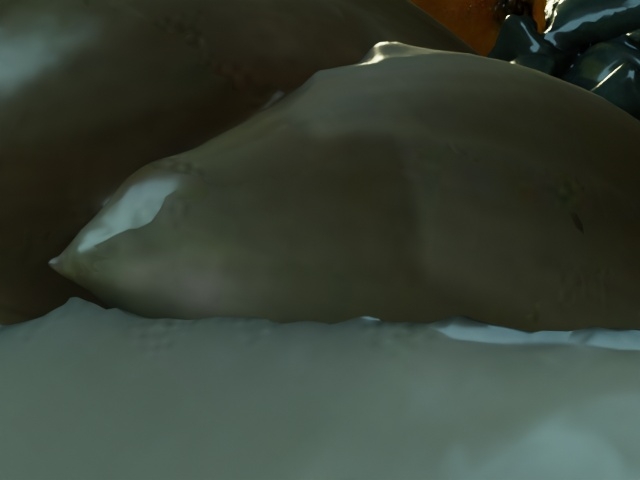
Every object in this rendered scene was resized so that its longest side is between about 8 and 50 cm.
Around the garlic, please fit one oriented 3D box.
[{"bbox_3d":[-0.011,-0.013,0.554,0.279,0.325,0.132,7,82,56],"label":"garlic"}]

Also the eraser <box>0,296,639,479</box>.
[{"bbox_3d":[0.007,0.133,0.335,0.331,0.150,0.331,-16,42,15],"label":"eraser"}]

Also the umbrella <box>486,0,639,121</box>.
[{"bbox_3d":[-0.002,-0.001,0.759,0.349,0.094,0.143,-22,20,24],"label":"umbrella"}]

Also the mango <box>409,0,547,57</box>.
[{"bbox_3d":[-0.012,-0.082,0.895,0.249,0.151,0.156,-27,-9,24],"label":"mango"}]

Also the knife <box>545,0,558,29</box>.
[{"bbox_3d":[0.148,-0.104,0.876,0.045,0.021,0.222,-40,21,-23],"label":"knife"}]
